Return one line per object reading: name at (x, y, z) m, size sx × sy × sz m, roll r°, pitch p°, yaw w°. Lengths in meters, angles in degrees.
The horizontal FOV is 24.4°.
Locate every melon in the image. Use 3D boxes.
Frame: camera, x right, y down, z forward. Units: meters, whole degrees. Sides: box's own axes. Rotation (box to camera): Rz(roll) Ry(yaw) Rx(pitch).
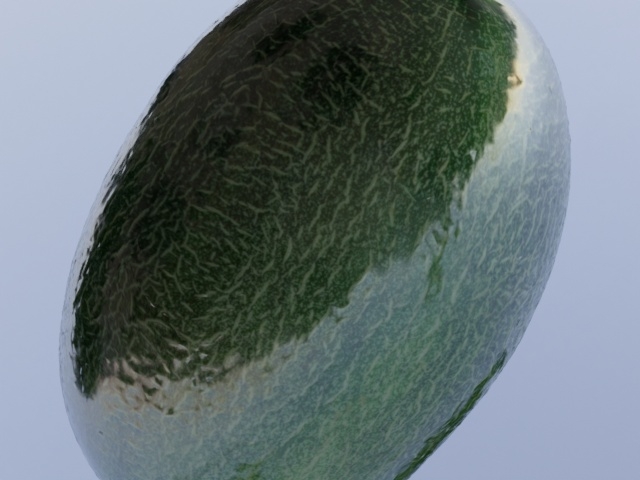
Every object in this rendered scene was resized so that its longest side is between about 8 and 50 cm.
melon at (0.000, 0.000, 0.600) m, size 0.288 × 0.182 × 0.182 m, roll -57°, pitch -155°, yaw 26°
